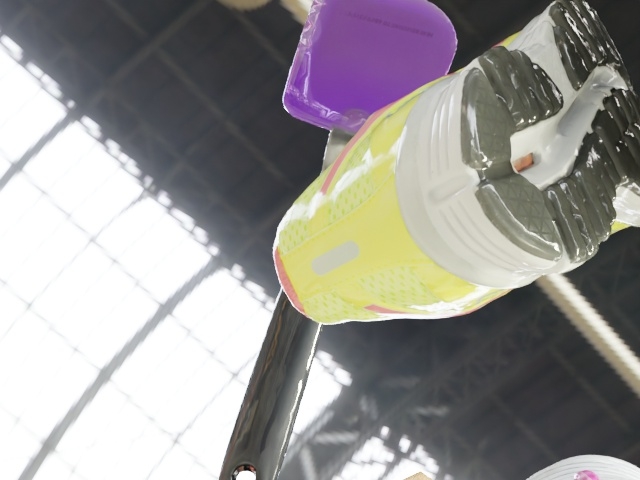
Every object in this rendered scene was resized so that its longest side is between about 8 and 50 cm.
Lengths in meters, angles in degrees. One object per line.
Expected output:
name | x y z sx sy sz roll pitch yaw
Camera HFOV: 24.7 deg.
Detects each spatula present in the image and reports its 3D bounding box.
spatula | 0.000 0.000 0.769 0.084 0.296 0.030 15 -9 8

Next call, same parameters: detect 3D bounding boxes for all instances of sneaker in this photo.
sneaker | 0.050 -0.021 0.465 0.094 0.208 0.081 -28 -96 28

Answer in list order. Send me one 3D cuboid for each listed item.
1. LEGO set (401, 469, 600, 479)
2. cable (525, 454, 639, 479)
LEGO set | 0.178 0.222 1.152 0.132 0.107 0.287 52 -20 -10
cable | 0.328 0.395 1.781 0.257 0.089 0.257 -23 -78 6
